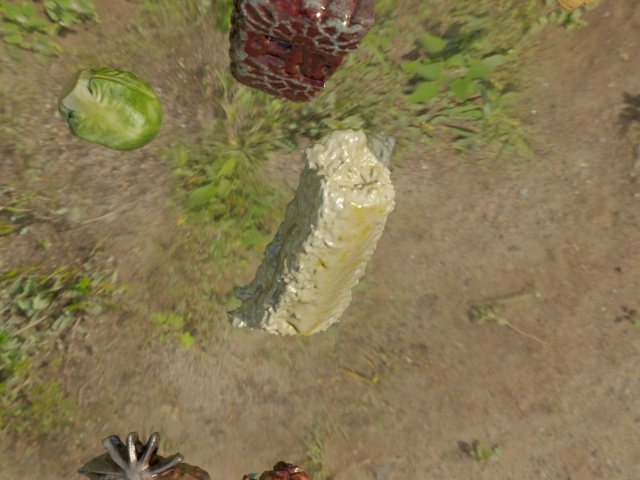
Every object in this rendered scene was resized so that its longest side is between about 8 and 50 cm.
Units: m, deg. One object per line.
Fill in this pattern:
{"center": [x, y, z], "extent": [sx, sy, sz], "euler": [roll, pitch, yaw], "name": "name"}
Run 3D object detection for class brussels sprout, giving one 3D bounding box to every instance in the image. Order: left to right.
{"center": [-0.310, -0.199, 1.487], "extent": [0.155, 0.155, 0.117], "euler": [38, 100, -7], "name": "brussels sprout"}

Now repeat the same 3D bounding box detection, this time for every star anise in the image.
{"center": [-0.346, 0.454, 1.921], "extent": [0.257, 0.110, 0.198], "euler": [-22, 96, 21], "name": "star anise"}

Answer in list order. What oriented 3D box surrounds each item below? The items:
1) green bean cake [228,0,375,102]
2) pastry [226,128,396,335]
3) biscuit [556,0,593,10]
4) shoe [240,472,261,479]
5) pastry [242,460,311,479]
{"center": [-0.035, -0.296, 1.448], "extent": [0.198, 0.233, 0.097], "euler": [17, 61, -3], "name": "green bean cake"}
{"center": [0.004, 0.000, 1.019], "extent": [0.089, 0.121, 0.258], "euler": [53, 133, 27], "name": "pastry"}
{"center": [0.238, -0.288, 1.003], "extent": [0.027, 0.184, 0.133], "euler": [-24, 121, 30], "name": "biscuit"}
{"center": [-0.130, 0.427, 1.482], "extent": [0.078, 0.079, 0.195], "euler": [9, 120, 9], "name": "shoe"}
{"center": [-0.081, 0.300, 0.952], "extent": [0.208, 0.097, 0.115], "euler": [-24, 129, -28], "name": "pastry"}
